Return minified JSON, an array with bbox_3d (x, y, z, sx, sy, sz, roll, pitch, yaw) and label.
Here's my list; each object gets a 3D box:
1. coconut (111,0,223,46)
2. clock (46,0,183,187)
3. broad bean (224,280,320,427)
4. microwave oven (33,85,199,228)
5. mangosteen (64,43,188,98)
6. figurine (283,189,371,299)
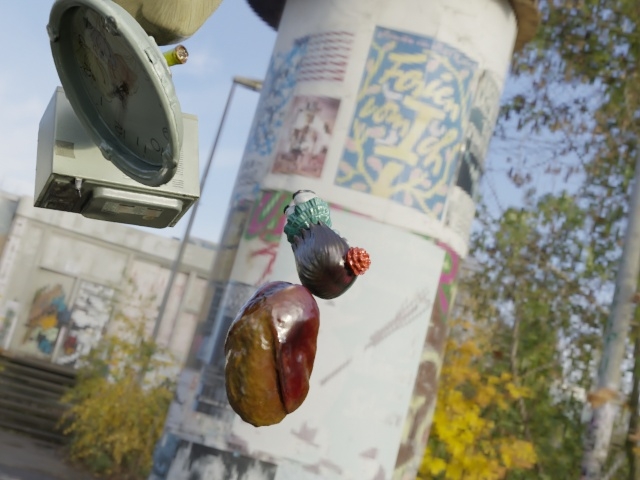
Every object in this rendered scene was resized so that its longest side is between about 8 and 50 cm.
[{"bbox_3d":[-0.202,-0.344,1.108,0.224,0.224,0.224,14,-11,3],"label":"coconut"},{"bbox_3d":[-0.219,-0.173,1.018,0.236,0.053,0.236,36,-34,29],"label":"clock"},{"bbox_3d":[-0.075,0.176,1.423,0.122,0.229,0.156,16,5,39],"label":"broad bean"},{"bbox_3d":[-0.336,-0.125,1.502,0.240,0.194,0.145,9,-24,-28],"label":"microwave oven"},{"bbox_3d":[-0.296,-0.246,1.357,0.145,0.181,0.156,34,-15,17],"label":"mangosteen"},{"bbox_3d":[0.000,0.000,1.722,0.110,0.138,0.246,15,34,-36],"label":"figurine"}]
